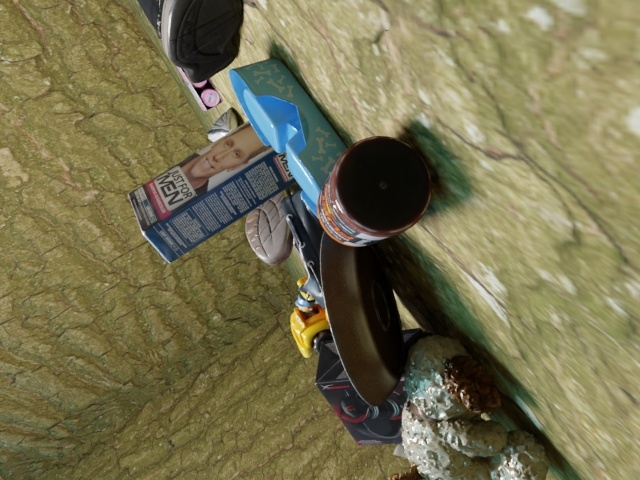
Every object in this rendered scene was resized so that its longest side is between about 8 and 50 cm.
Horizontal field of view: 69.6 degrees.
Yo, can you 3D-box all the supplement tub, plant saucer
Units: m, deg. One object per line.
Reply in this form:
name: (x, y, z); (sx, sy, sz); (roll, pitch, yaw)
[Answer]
supplement tub: (0.052, -0.046, 0.550); (0.106, 0.106, 0.198); (57, 171, 1)
plant saucer: (0.083, 0.114, 0.775); (0.311, 0.050, 0.310); (-18, -90, -71)

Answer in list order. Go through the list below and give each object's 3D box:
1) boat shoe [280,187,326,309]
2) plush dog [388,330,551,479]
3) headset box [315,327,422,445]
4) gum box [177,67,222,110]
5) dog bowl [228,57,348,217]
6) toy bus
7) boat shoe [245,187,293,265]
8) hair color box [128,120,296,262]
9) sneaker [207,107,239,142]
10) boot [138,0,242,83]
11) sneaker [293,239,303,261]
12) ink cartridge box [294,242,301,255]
boat shoe: (0.006, 0.060, 0.857); (0.127, 0.113, 0.339); (-31, -77, -72)
plush dog: (0.191, 0.257, 0.719); (0.262, 0.211, 0.225); (-158, 59, -76)
headset box: (0.147, 0.331, 0.987); (0.110, 0.218, 0.293); (-78, -31, -48)
gum box: (-0.395, -0.514, 1.477); (0.188, 0.062, 0.107); (60, 171, -23)
dog bowl: (-0.035, -0.161, 0.731); (0.297, 0.074, 0.166); (56, 171, 11)
toy bus: (0.019, 0.126, 1.039); (0.211, 0.221, 0.149); (68, 172, -28)
boat shoe: (-0.110, -0.071, 1.207); (0.130, 0.132, 0.355); (45, -155, -42)
hair color box: (-0.223, -0.121, 0.996); (0.174, 0.347, 0.105); (48, 168, 45)
sneaker: (-0.279, -0.332, 1.463); (0.129, 0.111, 0.297); (43, 179, -13)
boot: (-0.258, -0.441, 0.766); (0.284, 0.138, 0.377); (58, 177, -9)
sneaker: (-0.059, 0.038, 1.673); (0.134, 0.051, 0.070); (56, 178, 31)
ink cartridge box: (0.000, 0.000, 1.043); (0.046, 0.097, 0.207); (57, 171, -3)
